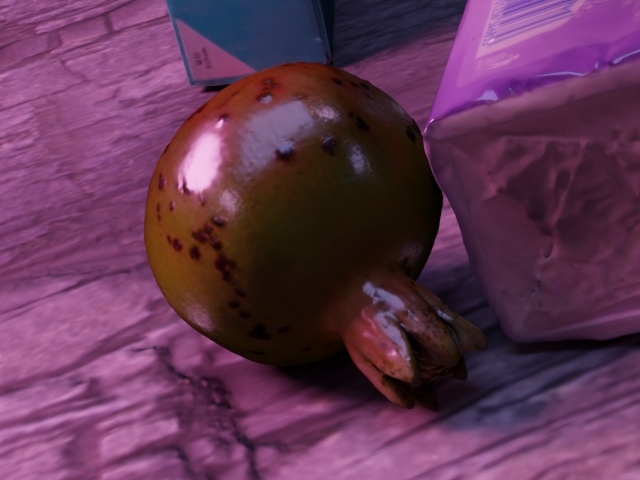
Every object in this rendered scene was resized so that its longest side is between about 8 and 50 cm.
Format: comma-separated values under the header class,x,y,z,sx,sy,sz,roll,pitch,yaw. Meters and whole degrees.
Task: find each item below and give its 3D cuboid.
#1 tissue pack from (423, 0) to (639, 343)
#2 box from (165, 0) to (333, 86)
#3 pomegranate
class,x,y,z,sx,sy,sz,roll,pitch,yaw
tissue pack,0.210,-0.110,0.813,0.242,0.160,0.338,-13,27,22
box,-0.064,-0.279,1.191,0.118,0.205,0.311,-13,30,8
pomegranate,0.000,0.000,0.754,0.159,0.159,0.205,-29,60,-23
